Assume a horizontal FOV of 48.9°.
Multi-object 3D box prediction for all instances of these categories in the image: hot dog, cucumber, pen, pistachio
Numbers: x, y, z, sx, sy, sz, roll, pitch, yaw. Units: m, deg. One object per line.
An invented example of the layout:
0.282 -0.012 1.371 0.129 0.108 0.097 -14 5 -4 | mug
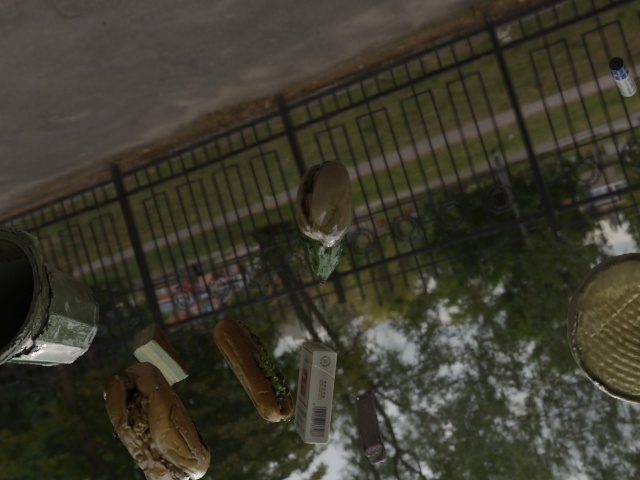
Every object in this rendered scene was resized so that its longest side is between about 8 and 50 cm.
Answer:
-0.167 0.348 1.903 0.100 0.337 0.135 -41 157 11 | hot dog
0.003 0.000 1.948 0.134 0.245 0.134 -2 -177 0 | cucumber
0.433 -0.234 1.008 0.025 0.025 0.204 -19 172 27 | pen
0.012 -0.066 1.223 0.113 0.149 0.113 12 170 2 | pistachio

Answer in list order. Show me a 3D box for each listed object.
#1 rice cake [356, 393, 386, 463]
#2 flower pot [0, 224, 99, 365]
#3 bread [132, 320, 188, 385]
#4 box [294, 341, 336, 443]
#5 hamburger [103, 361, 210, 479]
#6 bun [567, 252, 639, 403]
0.125 0.470 1.780 0.055 0.049 0.270 -27 -163 5 | rice cake
-0.584 0.138 1.391 0.290 0.290 0.259 -18 156 14 | flower pot
-0.392 0.283 1.736 0.074 0.139 0.084 -35 -156 7 | bread
-0.021 0.550 2.572 0.095 0.330 0.210 4 179 -13 | box
-0.260 0.296 1.104 0.108 0.214 0.214 -33 -179 -12 | hamburger
0.763 0.198 1.635 0.364 0.364 0.202 -18 171 19 | bun
